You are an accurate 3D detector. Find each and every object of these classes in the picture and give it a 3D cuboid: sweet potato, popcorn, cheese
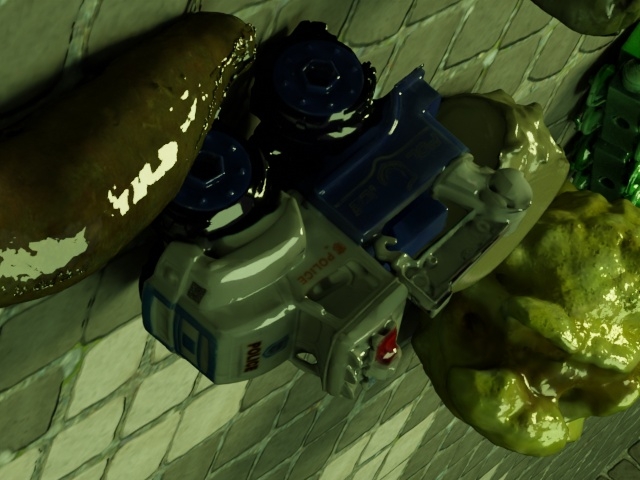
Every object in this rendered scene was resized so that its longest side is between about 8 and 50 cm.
[{"bbox_3d":[-0.120,-0.034,0.809,0.285,0.085,0.112,-32,151,-43],"label":"sweet potato"},{"bbox_3d":[0.205,0.064,1.559,0.250,0.235,0.242,-62,-157,1],"label":"popcorn"},{"bbox_3d":[0.120,-0.040,1.337,0.175,0.091,0.202,-57,162,20],"label":"cheese"}]

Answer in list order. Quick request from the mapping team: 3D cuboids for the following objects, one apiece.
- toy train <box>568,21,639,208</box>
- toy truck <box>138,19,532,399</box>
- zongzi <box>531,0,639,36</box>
[{"bbox_3d":[0.297,-0.114,1.620,0.119,0.085,0.251,-53,163,-20],"label":"toy train"},{"bbox_3d":[0.000,0.000,1.006,0.213,0.177,0.161,-41,161,-24],"label":"toy truck"},{"bbox_3d":[0.263,-0.308,1.064,0.360,0.160,0.323,-41,167,-43],"label":"zongzi"}]
